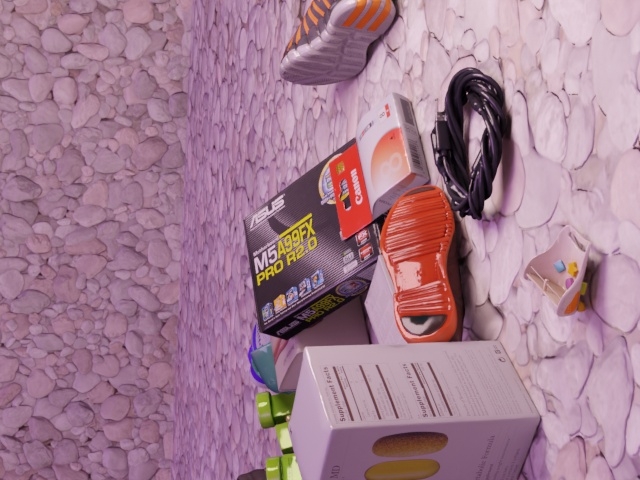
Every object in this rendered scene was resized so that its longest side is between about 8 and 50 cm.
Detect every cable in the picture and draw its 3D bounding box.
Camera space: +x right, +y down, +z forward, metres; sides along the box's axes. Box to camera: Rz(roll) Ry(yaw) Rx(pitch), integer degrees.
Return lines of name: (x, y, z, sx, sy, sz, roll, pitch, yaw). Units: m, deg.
cable: (0.186, -0.113, 1.333, 0.150, 0.047, 0.185, 130, 140, -58)

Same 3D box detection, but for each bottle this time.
bottle: (-0.084, 0.189, 2.142, 0.283, 0.092, 0.118, 110, 160, -50)

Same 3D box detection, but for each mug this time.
mug: (-0.049, 0.215, 1.967, 0.097, 0.129, 0.158, 63, 170, 3)

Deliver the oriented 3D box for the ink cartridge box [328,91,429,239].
ink cartridge box: (0.069, -0.107, 1.585, 0.179, 0.045, 0.145, -34, 52, 34)

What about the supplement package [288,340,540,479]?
supplement package: (0.100, 0.210, 1.260, 0.134, 0.244, 0.139, -112, 26, -51)

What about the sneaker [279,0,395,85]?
sneaker: (0.027, -0.376, 1.751, 0.321, 0.124, 0.180, -34, 54, 58)

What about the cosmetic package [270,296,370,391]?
cosmetic package: (-0.018, 0.090, 1.858, 0.153, 0.129, 0.296, 115, 150, -52)

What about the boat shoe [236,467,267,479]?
boat shoe: (-0.102, 0.617, 2.210, 0.112, 0.095, 0.335, 110, 154, -50)

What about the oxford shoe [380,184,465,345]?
oxford shoe: (0.135, 0.045, 1.408, 0.098, 0.096, 0.271, 60, -155, -44)

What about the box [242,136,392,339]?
box: (0.000, 0.000, 1.696, 0.270, 0.060, 0.216, -33, 53, 34)

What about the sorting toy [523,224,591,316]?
sorting toy: (0.250, 0.027, 1.115, 0.083, 0.044, 0.075, -120, 41, -60)

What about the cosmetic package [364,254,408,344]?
cosmetic package: (0.124, 0.135, 1.499, 0.239, 0.060, 0.099, -107, 25, -45)

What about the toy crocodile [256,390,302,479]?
toy crocodile: (-0.042, 0.366, 1.980, 0.105, 0.115, 0.341, 74, -175, -55)
